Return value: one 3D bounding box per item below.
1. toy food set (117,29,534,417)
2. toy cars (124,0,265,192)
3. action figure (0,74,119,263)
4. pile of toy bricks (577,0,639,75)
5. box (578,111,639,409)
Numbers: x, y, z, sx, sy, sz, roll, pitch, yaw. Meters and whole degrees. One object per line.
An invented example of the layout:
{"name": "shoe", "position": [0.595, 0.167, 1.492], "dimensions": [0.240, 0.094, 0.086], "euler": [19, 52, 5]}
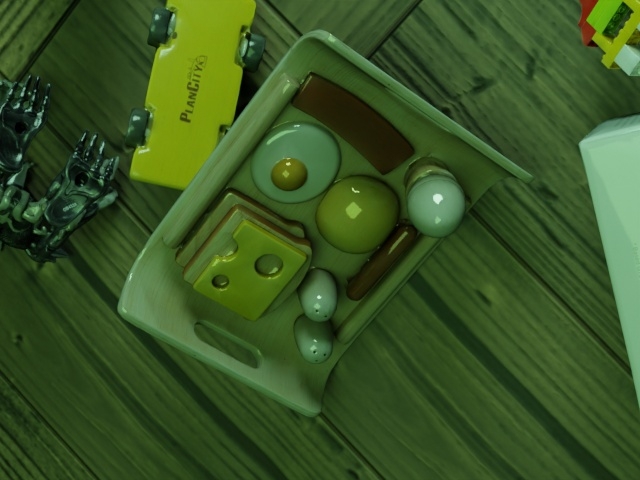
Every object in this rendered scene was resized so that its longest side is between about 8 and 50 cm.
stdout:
{"name": "toy food set", "position": [0.000, 0.000, 0.910], "dimensions": [0.219, 0.092, 0.306], "euler": [31, 113, -22]}
{"name": "toy cars", "position": [-0.169, -0.220, 0.975], "dimensions": [0.176, 0.087, 0.394], "euler": [-29, 90, -17]}
{"name": "action figure", "position": [-0.273, -0.062, 1.023], "dimensions": [0.164, 0.141, 0.275], "euler": [37, 156, -17]}
{"name": "pile of toy bricks", "position": [0.283, -0.235, 0.819], "dimensions": [0.105, 0.118, 0.212], "euler": [56, 133, 32]}
{"name": "box", "position": [0.388, -0.018, 0.779], "dimensions": [0.345, 0.168, 0.215], "euler": [-12, 97, 22]}
